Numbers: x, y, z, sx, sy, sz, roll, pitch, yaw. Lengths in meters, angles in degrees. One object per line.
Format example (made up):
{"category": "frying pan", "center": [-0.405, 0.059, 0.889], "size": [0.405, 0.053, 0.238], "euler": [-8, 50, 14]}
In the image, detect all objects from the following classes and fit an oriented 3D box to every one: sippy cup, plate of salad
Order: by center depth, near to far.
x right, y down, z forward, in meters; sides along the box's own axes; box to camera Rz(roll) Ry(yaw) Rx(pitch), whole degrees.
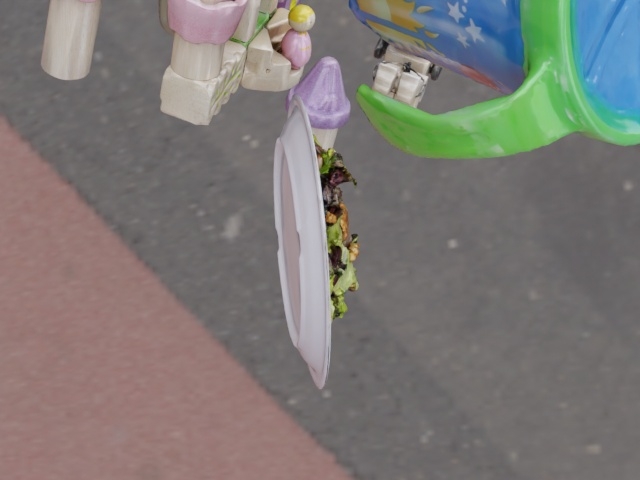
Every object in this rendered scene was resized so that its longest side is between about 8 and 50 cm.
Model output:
{"category": "plate of salad", "center": [0.000, 0.000, 1.280], "size": [0.048, 0.200, 0.200], "euler": [-4, 85, -7]}
{"category": "sippy cup", "center": [0.144, -0.201, 1.326], "size": [0.305, 0.224, 0.240], "euler": [-22, 119, -45]}

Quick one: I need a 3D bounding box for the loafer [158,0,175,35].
{"category": "loafer", "center": [-0.135, -0.254, 1.869], "size": [0.050, 0.148, 0.056], "euler": [0, 59, 2]}

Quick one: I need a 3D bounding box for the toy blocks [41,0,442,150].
{"category": "toy blocks", "center": [-0.036, -0.258, 1.581], "size": [0.309, 0.260, 0.288], "euler": [21, 35, 9]}
